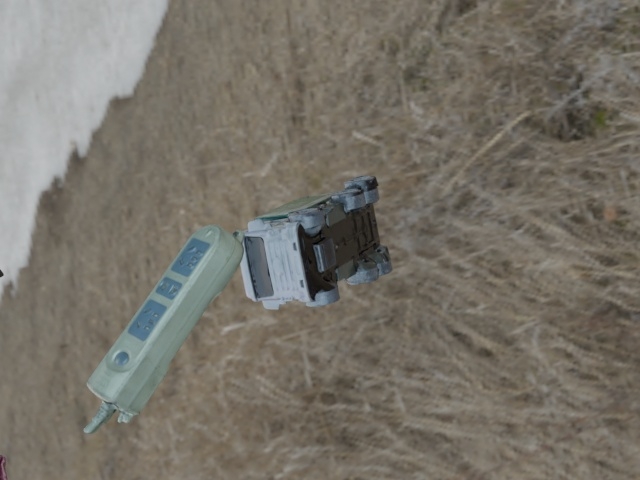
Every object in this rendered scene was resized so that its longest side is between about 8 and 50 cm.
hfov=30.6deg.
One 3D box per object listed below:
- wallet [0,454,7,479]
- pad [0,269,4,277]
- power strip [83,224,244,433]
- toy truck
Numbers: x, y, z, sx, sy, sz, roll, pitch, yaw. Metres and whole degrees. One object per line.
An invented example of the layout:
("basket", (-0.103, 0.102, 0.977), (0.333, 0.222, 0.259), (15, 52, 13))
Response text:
("wallet", (-0.146, 0.225, 0.532), (0.119, 0.025, 0.232), (-138, 48, -70))
("pad", (-0.295, -0.010, 0.704), (0.004, 0.243, 0.163), (-36, 94, 19))
("power strip", (-0.120, 0.065, 0.880), (0.048, 0.030, 0.191), (19, 71, 52))
("toy truck", (0.000, 0.000, 1.309), (0.124, 0.253, 0.114), (-6, 100, 28))
